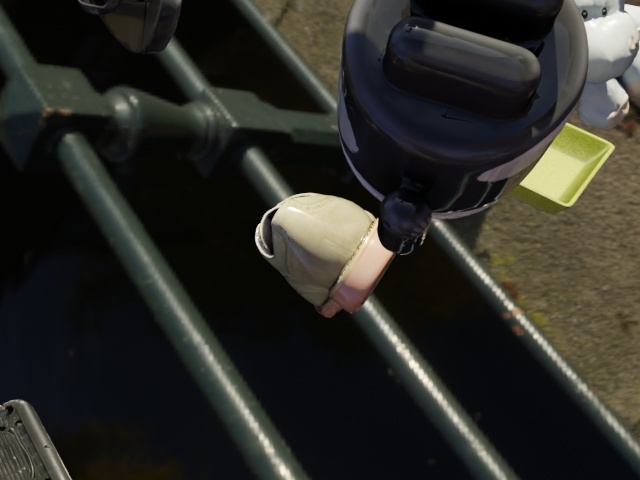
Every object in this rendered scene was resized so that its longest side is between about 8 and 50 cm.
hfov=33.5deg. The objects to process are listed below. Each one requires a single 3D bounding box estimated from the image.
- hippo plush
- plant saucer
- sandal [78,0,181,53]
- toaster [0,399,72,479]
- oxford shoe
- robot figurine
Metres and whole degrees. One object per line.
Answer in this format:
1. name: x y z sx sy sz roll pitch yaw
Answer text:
1. hippo plush: 0.433 -0.333 1.630 0.234 0.236 0.294 -8 82 -1
2. plant saucer: 0.275 -0.111 1.428 0.188 0.188 0.045 28 132 17
3. sandal: -0.210 -0.251 1.011 0.254 0.054 0.097 42 127 39
4. toaster: -0.294 0.241 0.917 0.186 0.168 0.110 43 155 45
5. oxford shoe: 0.000 0.000 1.293 0.146 0.397 0.140 32 81 -2
6. robot figurine: 0.094 -0.115 0.791 0.209 0.278 0.173 -33 80 -7
